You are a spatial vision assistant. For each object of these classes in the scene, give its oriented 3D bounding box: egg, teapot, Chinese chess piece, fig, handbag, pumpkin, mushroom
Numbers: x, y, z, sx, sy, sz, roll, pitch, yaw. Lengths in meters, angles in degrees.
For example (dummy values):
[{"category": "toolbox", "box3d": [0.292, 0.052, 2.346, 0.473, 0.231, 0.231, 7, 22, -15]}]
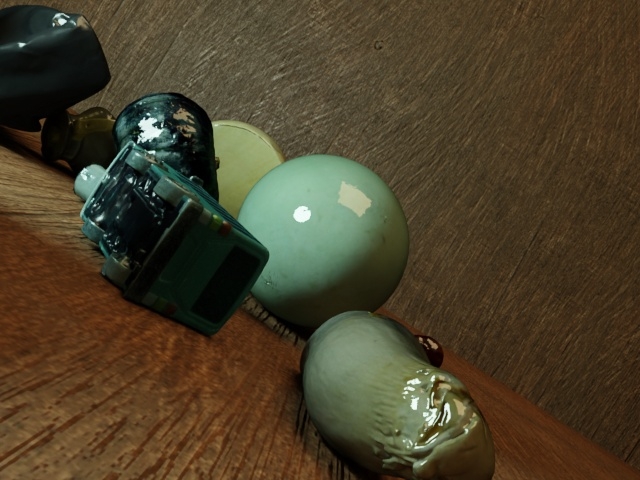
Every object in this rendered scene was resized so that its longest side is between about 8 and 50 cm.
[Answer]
[{"category": "egg", "box3d": [0.000, 0.000, 1.274, 0.276, 0.276, 0.389, 32, -1, -10]}, {"category": "teapot", "box3d": [-0.399, -0.176, 1.366, 0.166, 0.130, 0.119, -15, -18, 42]}, {"category": "Chinese chess piece", "box3d": [-0.181, -0.109, 1.555, 0.251, 0.251, 0.097, 32, 6, 0]}, {"category": "fig", "box3d": [0.205, 0.247, 1.625, 0.089, 0.089, 0.125, 33, -24, 24]}, {"category": "handbag", "box3d": [-0.512, -0.263, 1.295, 0.302, 0.275, 0.178, 27, -37, 53]}, {"category": "pumpkin", "box3d": [-0.243, -0.119, 1.277, 0.163, 0.233, 0.233, -10, 10, -8]}, {"category": "mushroom", "box3d": [0.063, 0.147, 0.766, 0.177, 0.126, 0.397, 37, -1, 3]}]

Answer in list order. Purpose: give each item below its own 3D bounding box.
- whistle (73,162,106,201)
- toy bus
[{"category": "whistle", "box3d": [-0.226, -0.012, 1.122, 0.312, 0.062, 0.062, 33, 2, 24]}, {"category": "toy bus", "box3d": [-0.173, -0.009, 0.907, 0.147, 0.128, 0.256, 34, 3, -33]}]
